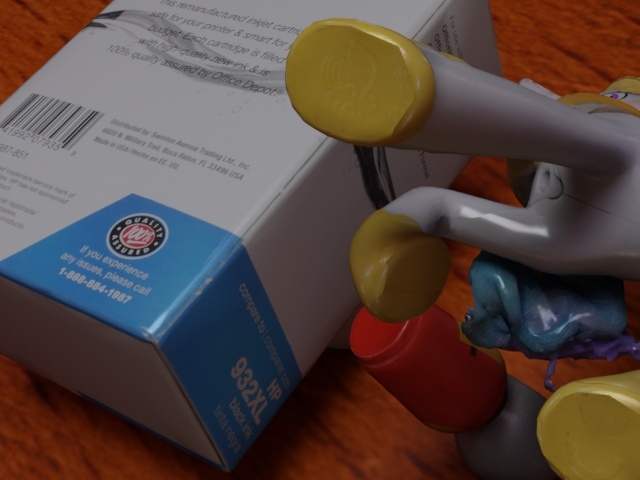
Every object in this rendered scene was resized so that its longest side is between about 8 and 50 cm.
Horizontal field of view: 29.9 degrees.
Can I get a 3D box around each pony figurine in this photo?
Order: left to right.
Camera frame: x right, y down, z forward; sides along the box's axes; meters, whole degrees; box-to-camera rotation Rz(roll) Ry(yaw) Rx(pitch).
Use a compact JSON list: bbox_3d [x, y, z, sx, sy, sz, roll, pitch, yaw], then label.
[{"bbox_3d":[0.195,0.000,0.504,0.351,0.303,0.363,24,19,23],"label":"pony figurine"}]

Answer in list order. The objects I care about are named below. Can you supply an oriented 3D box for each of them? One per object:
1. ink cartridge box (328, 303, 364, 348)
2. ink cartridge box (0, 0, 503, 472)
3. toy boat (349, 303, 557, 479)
[{"bbox_3d":[0.000,0.000,0.790,0.099,0.056,0.135,1,48,17],"label":"ink cartridge box"},{"bbox_3d":[-0.061,-0.050,0.724,0.223,0.129,0.307,19,57,35],"label":"ink cartridge box"},{"bbox_3d":[0.075,0.168,0.544,0.267,0.148,0.318,-31,36,30],"label":"toy boat"}]
